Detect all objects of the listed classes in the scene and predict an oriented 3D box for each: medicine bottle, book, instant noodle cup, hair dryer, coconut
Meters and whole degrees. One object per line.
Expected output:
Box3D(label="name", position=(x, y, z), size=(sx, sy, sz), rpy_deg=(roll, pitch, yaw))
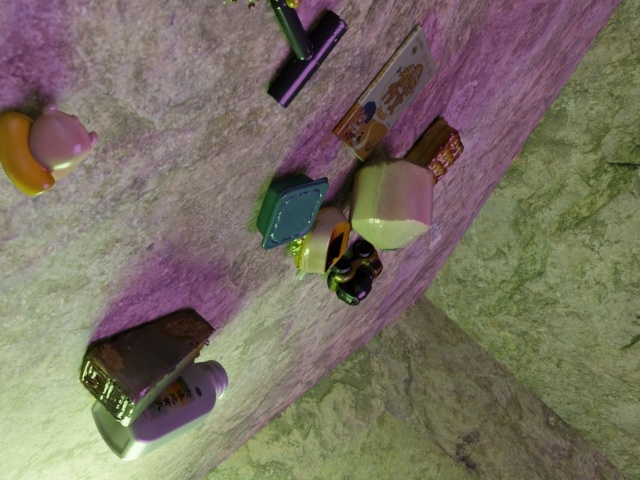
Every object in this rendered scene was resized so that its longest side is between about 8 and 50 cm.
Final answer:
Box3D(label="medicine bottle", position=(-0.375, 0.393, 1.188), size=(0.124, 0.179, 0.324), rpy_deg=(-55, 157, 21))
Box3D(label="book", position=(0.160, -0.337, 1.147), size=(0.296, 0.020, 0.208), rpy_deg=(-51, 158, 8))
Box3D(label="instant noodle cup", position=(-0.073, -0.075, 1.094), size=(0.157, 0.070, 0.179), rpy_deg=(-23, 149, -44))
Box3D(label="hair dryer", position=(-0.055, -0.316, 0.750), size=(0.173, 0.050, 0.194), rpy_deg=(-52, 154, 10))
Box3D(label="coconut", position=(0.195, -0.092, 1.320), size=(0.239, 0.238, 0.245), rpy_deg=(11, 86, -65))

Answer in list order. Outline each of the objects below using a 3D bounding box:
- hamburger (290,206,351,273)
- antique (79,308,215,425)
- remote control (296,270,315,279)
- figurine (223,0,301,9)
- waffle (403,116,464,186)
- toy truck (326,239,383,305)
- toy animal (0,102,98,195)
Box3D(label="hamburger", position=(0.000, 0.000, 1.317), size=(0.173, 0.116, 0.210), rpy_deg=(-44, 156, -31))
Box3D(label="antique", position=(-0.362, 0.257, 1.069), size=(0.284, 0.150, 0.125), rpy_deg=(-31, 159, -55))
Box3D(label="remote control", position=(-0.003, 0.047, 1.494), size=(0.190, 0.029, 0.087), rpy_deg=(-55, 157, 20))
Box3D(label="figurine", position=(-0.063, -0.348, 0.612), size=(0.068, 0.143, 0.102), rpy_deg=(60, 32, -74))
Box3D(label="waffle", position=(0.331, -0.232, 1.558), size=(0.308, 0.091, 0.212), rpy_deg=(-50, 159, 10))
Box3D(label="toy truck", position=(0.133, 0.118, 1.688), size=(0.224, 0.165, 0.147), rpy_deg=(-35, 155, -28))
Box3D(label="toy animal", position=(-0.319, -0.115, 0.566), size=(0.114, 0.091, 0.082), rpy_deg=(-38, -171, 11))
